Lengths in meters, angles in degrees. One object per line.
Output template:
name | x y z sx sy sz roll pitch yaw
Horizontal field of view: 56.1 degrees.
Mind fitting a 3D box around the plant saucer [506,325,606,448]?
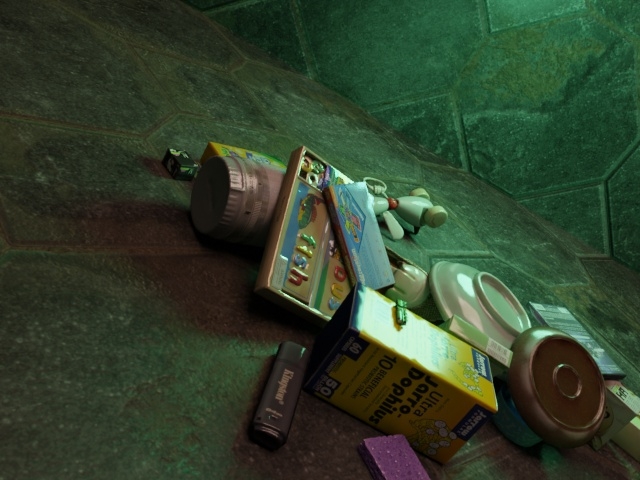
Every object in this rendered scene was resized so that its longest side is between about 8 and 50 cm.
plant saucer | 0.610 0.361 1.515 0.311 0.050 0.310 10 65 -21

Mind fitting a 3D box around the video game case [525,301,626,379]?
video game case | 0.742 0.290 1.751 0.196 0.026 0.274 11 35 -36

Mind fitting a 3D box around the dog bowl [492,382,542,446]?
dog bowl | 0.554 0.448 1.596 0.166 0.074 0.297 46 30 25

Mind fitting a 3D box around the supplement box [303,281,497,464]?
supplement box | 0.174 0.287 1.313 0.357 0.194 0.195 30 26 -6

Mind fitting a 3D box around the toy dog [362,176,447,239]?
toy dog | 0.284 -0.090 2.179 0.334 0.160 0.220 11 34 -10

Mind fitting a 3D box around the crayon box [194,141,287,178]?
crayon box | -0.224 -0.194 1.820 0.323 0.083 0.203 5 37 -42

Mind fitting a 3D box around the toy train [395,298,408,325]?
toy train | 0.175 0.155 1.300 0.024 0.017 0.083 19 27 -6

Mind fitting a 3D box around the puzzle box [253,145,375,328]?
puzzle box | 0.000 0.000 1.484 0.272 0.052 0.408 32 55 -32

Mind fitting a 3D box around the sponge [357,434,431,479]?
sponge | 0.168 0.477 1.168 0.117 0.031 0.210 7 36 -40

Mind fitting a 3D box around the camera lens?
camera lens | -0.168 -0.094 1.558 0.274 0.219 0.219 10 35 -39

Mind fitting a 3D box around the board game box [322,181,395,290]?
board game box | 0.100 -0.009 1.526 0.145 0.027 0.281 -12 84 -47

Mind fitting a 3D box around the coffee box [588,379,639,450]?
coffee box | 0.745 0.425 1.740 0.297 0.168 0.119 46 29 23

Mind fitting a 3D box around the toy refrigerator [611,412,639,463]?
toy refrigerator | 0.973 0.604 1.770 0.269 0.094 0.102 41 28 16

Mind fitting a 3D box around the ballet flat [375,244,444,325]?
ballet flat | 0.157 0.076 1.673 0.483 0.164 0.182 36 -9 10

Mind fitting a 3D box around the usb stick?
usb stick | -0.075 0.296 1.193 0.077 0.045 0.278 31 27 -5

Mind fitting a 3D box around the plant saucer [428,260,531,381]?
plant saucer | 0.471 0.198 1.652 0.401 0.100 0.400 35 29 -23

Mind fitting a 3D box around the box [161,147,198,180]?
box | -0.397 -0.215 1.698 0.062 0.052 0.083 -3 44 -48

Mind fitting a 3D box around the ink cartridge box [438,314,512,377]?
ink cartridge box | 0.331 0.291 1.479 0.171 0.235 0.056 32 50 -2
